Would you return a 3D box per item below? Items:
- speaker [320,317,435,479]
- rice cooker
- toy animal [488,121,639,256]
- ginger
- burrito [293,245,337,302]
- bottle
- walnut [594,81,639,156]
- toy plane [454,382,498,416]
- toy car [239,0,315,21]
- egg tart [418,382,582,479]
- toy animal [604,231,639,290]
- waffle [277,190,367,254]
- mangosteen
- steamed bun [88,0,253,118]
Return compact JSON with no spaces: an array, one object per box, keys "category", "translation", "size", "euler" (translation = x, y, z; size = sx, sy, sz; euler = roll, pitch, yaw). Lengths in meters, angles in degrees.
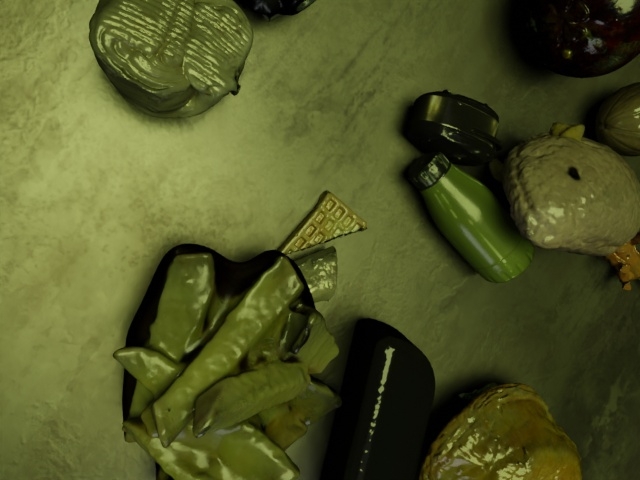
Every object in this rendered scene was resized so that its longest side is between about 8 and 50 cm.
[{"category":"speaker","translation":[0.118,0.340,0.957],"size":[0.184,0.180,0.388],"euler":[12,92,-7]},{"category":"rice cooker","translation":[0.228,-0.189,0.993],"size":[0.165,0.112,0.106],"euler":[11,86,-20]},{"category":"toy animal","translation":[0.445,-0.086,1.024],"size":[0.358,0.188,0.226],"euler":[9,53,-42]},{"category":"ginger","translation":[-0.098,0.220,0.824],"size":[0.358,0.211,0.413],"euler":[-4,106,-23]},{"category":"burrito","translation":[-0.070,0.083,0.943],"size":[0.226,0.060,0.087],"euler":[-18,96,-17]},{"category":"bottle","translation":[0.256,-0.045,1.016],"size":[0.260,0.112,0.112],"euler":[45,80,-17]},{"category":"walnut","translation":[0.603,-0.229,1.109],"size":[0.162,0.140,0.140],"euler":[-19,101,-32]},{"category":"toy plane","translation":[0.298,0.311,1.103],"size":[0.111,0.040,0.102],"euler":[-38,125,-10]},{"category":"toy car","translation":[-0.027,-0.462,0.877],"size":[0.301,0.118,0.193],"euler":[-38,97,-11]},{"category":"egg tart","translation":[0.336,0.436,1.058],"size":[0.339,0.153,0.351],"euler":[-36,116,-10]},{"category":"toy animal","translation":[0.641,0.054,1.179],"size":[0.114,0.116,0.255],"euler":[-35,112,11]},{"category":"waffle","translation":[0.000,0.000,0.979],"size":[0.097,0.023,0.152],"euler":[43,79,-17]},{"category":"mangosteen","translation":[0.482,-0.405,1.024],"size":[0.289,0.231,0.231],"euler":[-22,104,-47]},{"category":"steamed bun","translation":[-0.215,-0.262,0.821],"size":[0.211,0.144,0.218],"euler":[24,57,-27]}]
